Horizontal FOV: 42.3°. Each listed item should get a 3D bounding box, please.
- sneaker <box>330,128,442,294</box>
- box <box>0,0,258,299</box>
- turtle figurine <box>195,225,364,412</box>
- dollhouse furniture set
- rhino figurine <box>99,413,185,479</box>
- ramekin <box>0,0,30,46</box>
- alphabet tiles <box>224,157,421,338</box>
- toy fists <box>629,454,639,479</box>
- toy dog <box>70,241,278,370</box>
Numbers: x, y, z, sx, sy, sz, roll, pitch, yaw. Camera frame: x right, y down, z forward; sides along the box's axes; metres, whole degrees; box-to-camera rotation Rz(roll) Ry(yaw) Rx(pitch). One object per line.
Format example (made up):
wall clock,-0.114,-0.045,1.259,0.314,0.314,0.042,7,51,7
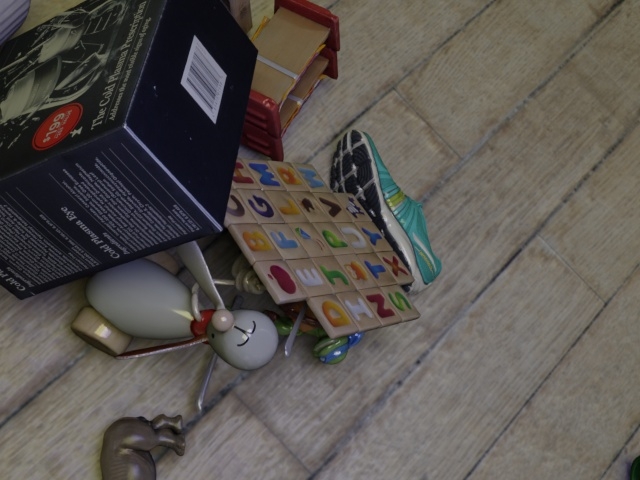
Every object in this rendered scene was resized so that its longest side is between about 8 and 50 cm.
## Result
sneaker,0.103,-0.046,1.307,0.110,0.107,0.275,-19,84,-41
box,-0.271,-0.141,1.023,0.179,0.313,0.343,50,32,-39
turtle figurine,-0.069,0.058,1.154,0.275,0.198,0.266,-16,73,-26
dollhouse furniture set,-0.172,-0.308,1.287,0.374,0.152,0.201,28,67,12
rhino figurine,-0.242,0.346,1.079,0.106,0.073,0.243,9,72,-18
ramekin,-0.519,-0.368,1.125,0.273,0.273,0.127,40,54,-2
alphabet tiles,0.000,0.000,1.102,0.343,0.011,0.285,-3,54,-57
toy fists,0.555,0.466,1.270,0.142,0.096,0.279,7,73,-4
toy dog,-0.209,0.066,1.047,0.161,0.334,0.220,45,45,-42
